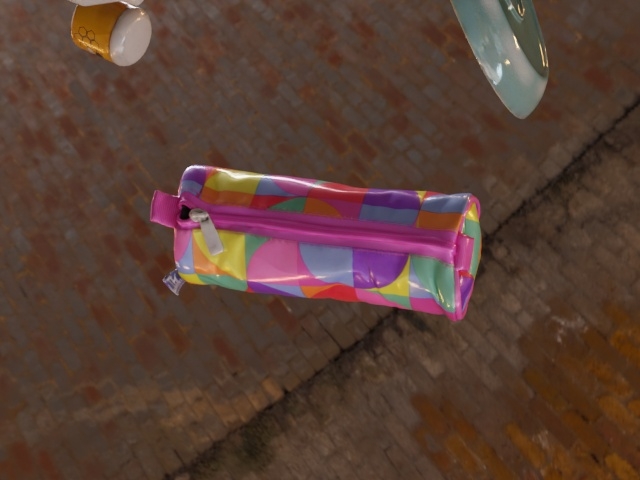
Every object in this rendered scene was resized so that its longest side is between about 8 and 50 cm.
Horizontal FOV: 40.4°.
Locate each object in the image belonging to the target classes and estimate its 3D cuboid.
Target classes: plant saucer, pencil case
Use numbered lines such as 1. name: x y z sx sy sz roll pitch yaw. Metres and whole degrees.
1. plant saucer: 0.203 -0.299 1.025 0.043 0.317 0.318 -20 -124 26
2. pencil case: 0.000 0.000 0.650 0.236 0.104 0.104 6 -117 12

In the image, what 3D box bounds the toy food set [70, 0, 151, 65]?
1. toy food set: -0.092 -0.190 0.485 0.104 0.232 0.111 25 -123 13
